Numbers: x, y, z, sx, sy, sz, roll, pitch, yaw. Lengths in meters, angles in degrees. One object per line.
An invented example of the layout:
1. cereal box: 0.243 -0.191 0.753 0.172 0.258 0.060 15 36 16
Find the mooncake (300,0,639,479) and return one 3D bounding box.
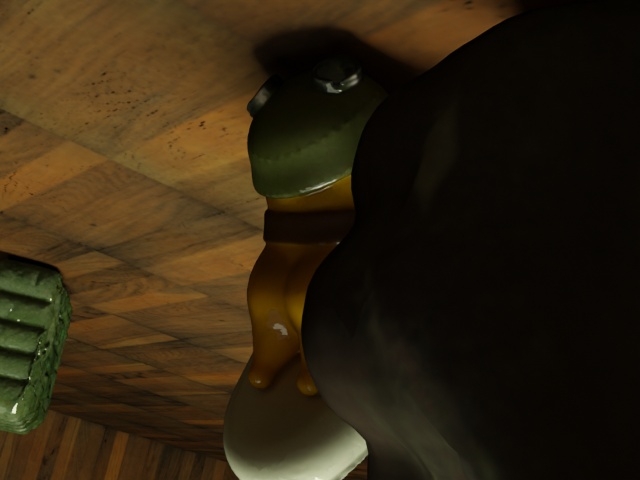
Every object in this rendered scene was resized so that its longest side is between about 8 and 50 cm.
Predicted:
1. mooncake: 0.148 0.032 0.413 0.306 0.306 0.154 19 166 -18

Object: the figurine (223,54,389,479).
1. figurine: 0.000 0.000 0.533 0.166 0.250 0.141 -2 137 45

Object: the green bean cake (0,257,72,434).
1. green bean cake: -0.356 0.128 1.140 0.094 0.183 0.185 14 160 -7
